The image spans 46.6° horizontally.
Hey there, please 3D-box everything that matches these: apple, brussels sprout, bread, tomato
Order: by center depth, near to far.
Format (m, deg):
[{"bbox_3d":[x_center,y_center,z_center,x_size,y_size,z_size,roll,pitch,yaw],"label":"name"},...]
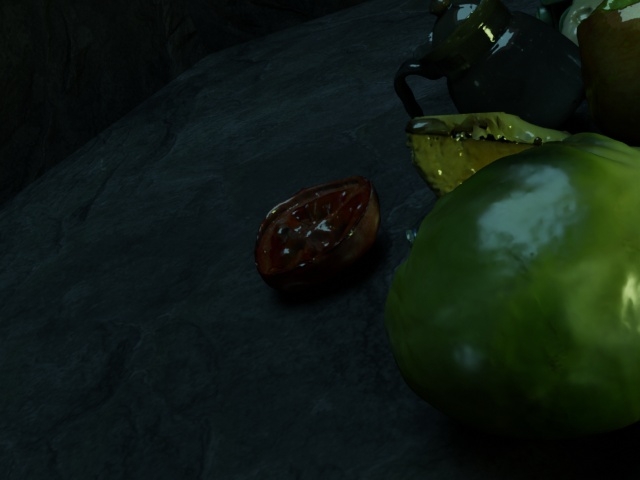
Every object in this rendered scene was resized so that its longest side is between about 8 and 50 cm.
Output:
[{"bbox_3d":[0.217,0.034,0.706,0.344,0.268,0.344,-23,17,8],"label":"brussels sprout"},{"bbox_3d":[0.494,-0.261,1.070,0.226,0.246,0.246,-10,27,17],"label":"apple"},{"bbox_3d":[0.248,-0.111,1.092,0.261,0.163,0.204,12,21,8],"label":"bread"},{"bbox_3d":[0.000,0.002,1.177,0.227,0.101,0.228,-25,29,15],"label":"tomato"}]

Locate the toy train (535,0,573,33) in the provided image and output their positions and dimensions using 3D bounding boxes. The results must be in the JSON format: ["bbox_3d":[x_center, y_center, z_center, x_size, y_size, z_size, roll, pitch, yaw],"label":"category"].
[{"bbox_3d":[0.598,-0.549,1.576,0.299,0.238,0.167,-12,24,23],"label":"toy train"}]

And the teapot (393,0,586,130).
[{"bbox_3d":[0.274,-0.307,1.286,0.223,0.285,0.305,-52,15,-14],"label":"teapot"}]

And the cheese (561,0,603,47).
[{"bbox_3d":[0.542,-0.402,1.417,0.251,0.174,0.248,-28,25,4],"label":"cheese"}]

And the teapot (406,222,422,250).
[{"bbox_3d":[0.170,-0.011,1.101,0.083,0.049,0.064,-17,25,16],"label":"teapot"}]
